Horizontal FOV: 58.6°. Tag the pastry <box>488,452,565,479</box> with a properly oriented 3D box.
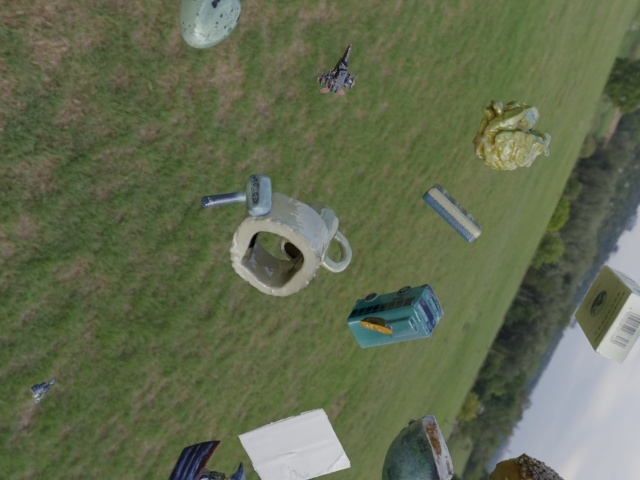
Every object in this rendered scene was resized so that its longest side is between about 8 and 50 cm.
[{"bbox_3d":[0.613,0.730,1.567,0.184,0.284,0.316,-47,-156,21],"label":"pastry"}]

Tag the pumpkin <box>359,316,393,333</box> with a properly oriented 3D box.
[{"bbox_3d":[0.131,0.191,1.317,0.050,0.083,0.028,63,40,-59],"label":"pumpkin"}]

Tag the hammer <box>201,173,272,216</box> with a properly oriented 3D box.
[{"bbox_3d":[-0.226,-0.113,1.527,0.069,0.193,0.116,73,11,-68],"label":"hammer"}]

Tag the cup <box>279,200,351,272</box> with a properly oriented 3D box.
[{"bbox_3d":[0.002,-0.013,2.032,0.173,0.255,0.202,107,6,-50],"label":"cup"}]

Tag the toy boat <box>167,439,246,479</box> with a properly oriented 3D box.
[{"bbox_3d":[-0.230,0.615,1.298,0.219,0.318,0.072,-38,171,-34],"label":"toy boat"}]

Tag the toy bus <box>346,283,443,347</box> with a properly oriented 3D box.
[{"bbox_3d":[0.221,0.230,1.708,0.128,0.256,0.147,61,36,-17],"label":"toy bus"}]

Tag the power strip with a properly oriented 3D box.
[{"bbox_3d":[0.240,-0.050,1.032,0.032,0.123,0.056,-46,176,22],"label":"power strip"}]

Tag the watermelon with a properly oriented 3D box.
[{"bbox_3d":[0.234,0.563,1.494,0.188,0.175,0.322,-19,155,8],"label":"watermelon"}]

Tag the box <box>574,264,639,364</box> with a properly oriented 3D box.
[{"bbox_3d":[0.711,0.173,1.390,0.164,0.069,0.256,-66,172,16],"label":"box"}]

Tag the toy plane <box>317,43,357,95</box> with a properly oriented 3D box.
[{"bbox_3d":[0.065,-0.527,1.779,0.189,0.130,0.061,124,-37,-57],"label":"toy plane"}]

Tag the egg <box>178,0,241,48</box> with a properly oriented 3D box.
[{"bbox_3d":[-0.238,-0.484,1.220,0.131,0.131,0.164,52,49,-67],"label":"egg"}]

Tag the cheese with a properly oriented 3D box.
[{"bbox_3d":[-0.141,0.021,1.850,0.332,0.292,0.153,-57,-172,40],"label":"cheese"}]

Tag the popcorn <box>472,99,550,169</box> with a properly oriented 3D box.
[{"bbox_3d":[0.476,-0.273,1.456,0.185,0.167,0.188,-1,78,-47],"label":"popcorn"}]

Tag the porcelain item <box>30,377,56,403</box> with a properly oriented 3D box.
[{"bbox_3d":[-0.788,0.421,1.630,0.075,0.021,0.136,-43,175,-36],"label":"porcelain item"}]

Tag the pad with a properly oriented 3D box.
[{"bbox_3d":[-0.062,0.475,1.292,0.232,0.156,0.004,-24,-173,20],"label":"pad"}]
